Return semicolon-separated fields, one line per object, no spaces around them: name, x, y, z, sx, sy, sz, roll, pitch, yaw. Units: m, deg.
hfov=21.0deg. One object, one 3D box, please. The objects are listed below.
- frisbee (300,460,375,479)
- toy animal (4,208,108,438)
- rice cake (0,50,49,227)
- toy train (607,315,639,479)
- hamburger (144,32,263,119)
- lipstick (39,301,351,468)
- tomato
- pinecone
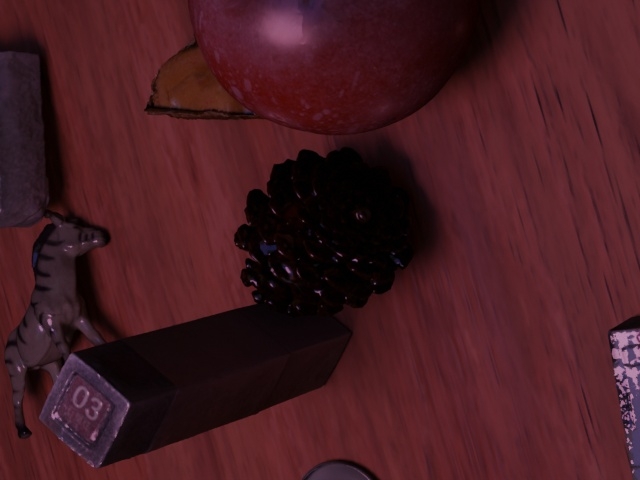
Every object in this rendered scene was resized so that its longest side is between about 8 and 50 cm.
frisbee;0.022;0.276;1.752;0.110;0.014;0.110;4;98;30
toy animal;-0.294;0.091;1.880;0.217;0.073;0.176;-51;57;33
rice cake;-0.333;-0.113;1.854;0.063;0.069;0.206;-15;74;51
toy train;0.336;0.267;1.526;0.088;0.086;0.407;-9;93;26
hamburger;-0.090;-0.168;1.721;0.176;0.087;0.102;4;85;39
lipstick;-0.103;0.122;1.594;0.080;0.371;0.076;36;113;21
tomato;0.009;-0.227;1.555;0.270;0.227;0.270;-1;86;13
pinecone;-0.008;0.002;1.654;0.165;0.163;0.163;-39;77;45
